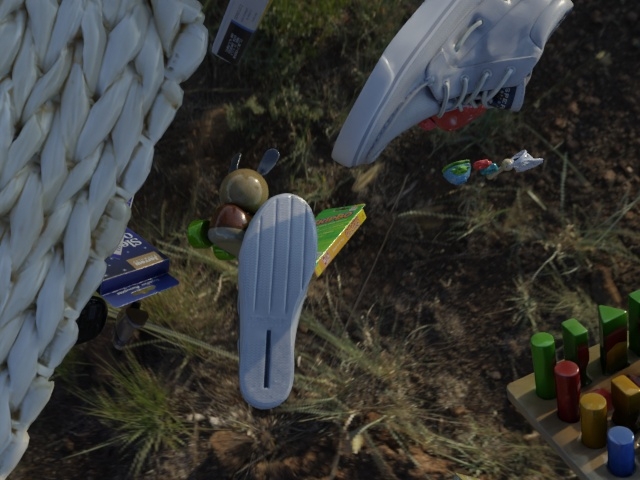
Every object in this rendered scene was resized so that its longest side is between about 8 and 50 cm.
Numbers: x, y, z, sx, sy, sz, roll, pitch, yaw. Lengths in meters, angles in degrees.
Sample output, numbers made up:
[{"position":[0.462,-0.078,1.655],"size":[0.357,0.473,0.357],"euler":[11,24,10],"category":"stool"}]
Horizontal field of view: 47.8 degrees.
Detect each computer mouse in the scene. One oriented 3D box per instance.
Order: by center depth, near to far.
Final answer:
[{"position":[-0.477,0.099,1.192],"size":[0.060,0.262,0.184],"euler":[27,116,39],"category":"computer mouse"}]

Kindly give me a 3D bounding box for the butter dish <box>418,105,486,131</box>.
[{"position":[0.206,-0.228,1.082],"size":[0.160,0.160,0.118],"euler":[-37,46,11],"category":"butter dish"}]

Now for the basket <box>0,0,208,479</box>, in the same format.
[{"position":[-0.279,-0.050,0.434],"size":[0.266,0.331,0.328],"euler":[25,88,-28],"category":"basket"}]

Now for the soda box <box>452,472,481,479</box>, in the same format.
[{"position":[0.251,0.525,1.316],"size":[0.058,0.061,0.181],"euler":[20,93,-20],"category":"soda box"}]

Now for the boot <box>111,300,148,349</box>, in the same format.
[{"position":[-0.341,0.156,1.281],"size":[0.042,0.118,0.087],"euler":[23,103,-21],"category":"boot"}]

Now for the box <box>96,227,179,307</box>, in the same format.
[{"position":[-0.356,0.027,1.226],"size":[0.225,0.036,0.136],"euler":[33,34,30],"category":"box"}]

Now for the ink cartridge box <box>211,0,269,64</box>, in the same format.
[{"position":[-0.073,-0.503,1.255],"size":[0.072,0.303,0.307],"euler":[28,63,-8],"category":"ink cartridge box"}]

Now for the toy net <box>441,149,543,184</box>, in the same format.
[{"position":[0.403,-0.182,1.680],"size":[0.232,0.122,0.045],"euler":[-13,72,-3],"category":"toy net"}]

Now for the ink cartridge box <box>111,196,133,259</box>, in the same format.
[{"position":[-0.313,-0.143,1.064],"size":[0.065,0.165,0.332],"euler":[11,84,8],"category":"ink cartridge box"}]

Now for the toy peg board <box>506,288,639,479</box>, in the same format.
[{"position":[0.268,0.123,0.624],"size":[0.161,0.160,0.079],"euler":[-22,120,-9],"category":"toy peg board"}]

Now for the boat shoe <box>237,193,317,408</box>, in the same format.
[{"position":[-0.087,0.093,1.150],"size":[0.121,0.119,0.335],"euler":[11,83,-15],"category":"boat shoe"}]

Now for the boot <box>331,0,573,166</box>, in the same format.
[{"position":[0.126,-0.149,0.652],"size":[0.123,0.095,0.258],"euler":[34,82,5],"category":"boot"}]

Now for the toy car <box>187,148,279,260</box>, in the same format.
[{"position":[-0.126,-0.068,1.269],"size":[0.155,0.149,0.188],"euler":[-2,72,27],"category":"toy car"}]

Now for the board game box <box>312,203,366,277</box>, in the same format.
[{"position":[0.000,0.000,1.575],"size":[0.259,0.124,0.039],"euler":[-52,125,-43],"category":"board game box"}]
